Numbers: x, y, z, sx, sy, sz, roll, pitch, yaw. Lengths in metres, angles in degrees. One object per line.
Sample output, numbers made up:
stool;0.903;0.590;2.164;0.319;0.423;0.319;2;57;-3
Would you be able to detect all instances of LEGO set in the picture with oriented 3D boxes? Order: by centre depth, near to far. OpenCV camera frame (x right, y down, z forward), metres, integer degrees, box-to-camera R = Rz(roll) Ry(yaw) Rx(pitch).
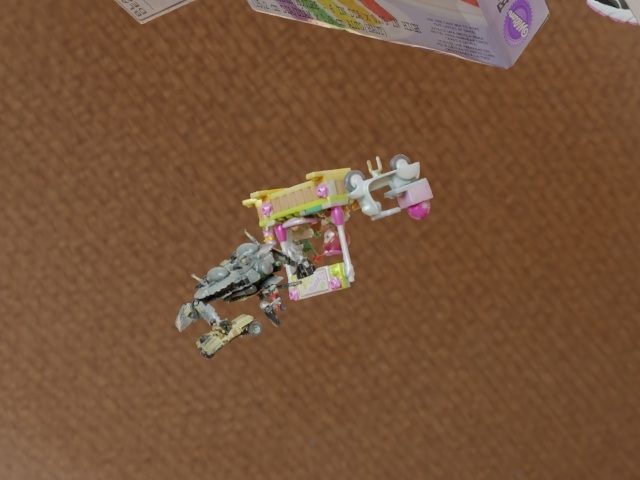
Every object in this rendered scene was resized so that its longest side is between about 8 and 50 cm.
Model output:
LEGO set;-0.029;0.015;0.568;0.054;0.083;0.023;-30;102;-9
LEGO set;0.000;0.000;1.508;0.132;0.287;0.107;-11;86;-19

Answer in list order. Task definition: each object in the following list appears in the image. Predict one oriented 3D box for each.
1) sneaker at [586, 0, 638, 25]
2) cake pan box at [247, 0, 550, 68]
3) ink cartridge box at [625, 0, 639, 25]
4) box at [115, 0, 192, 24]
sneaker;0.336;-0.250;1.483;0.178;0.072;0.077;0;129;1
cake pan box;0.007;-0.244;1.108;0.070;0.266;0.246;-53;140;-21
ink cartridge box;0.228;-0.105;0.780;0.109;0.150;0.063;-17;149;-9
box;-0.186;-0.365;1.880;0.169;0.290;0.087;42;66;-23
